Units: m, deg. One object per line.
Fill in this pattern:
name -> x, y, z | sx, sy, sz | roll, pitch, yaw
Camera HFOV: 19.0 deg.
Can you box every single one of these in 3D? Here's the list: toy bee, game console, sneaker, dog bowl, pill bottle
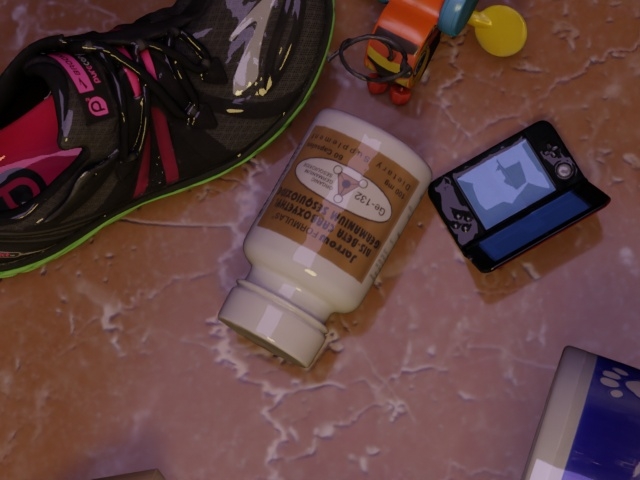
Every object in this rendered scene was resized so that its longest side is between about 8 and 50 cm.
toy bee -> 0.086, -0.224, 1.896 | 0.298, 0.162, 0.195 | -32, 66, -28
game console -> 0.191, -0.045, 1.861 | 0.144, 0.085, 0.124 | -29, 76, -2
sneaker -> -0.186, -0.128, 1.857 | 0.483, 0.202, 0.185 | -37, 77, -3
dog bowl -> 0.227, 0.234, 1.703 | 0.104, 0.265, 0.265 | 18, 80, 8
pill bottle -> 0.000, 0.000, 1.847 | 0.131, 0.131, 0.229 | 28, 82, 11

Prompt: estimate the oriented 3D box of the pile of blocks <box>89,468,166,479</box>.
pile of blocks -> -0.285, 0.345, 1.826 | 0.362, 0.149, 0.112 | -27, 119, 9
